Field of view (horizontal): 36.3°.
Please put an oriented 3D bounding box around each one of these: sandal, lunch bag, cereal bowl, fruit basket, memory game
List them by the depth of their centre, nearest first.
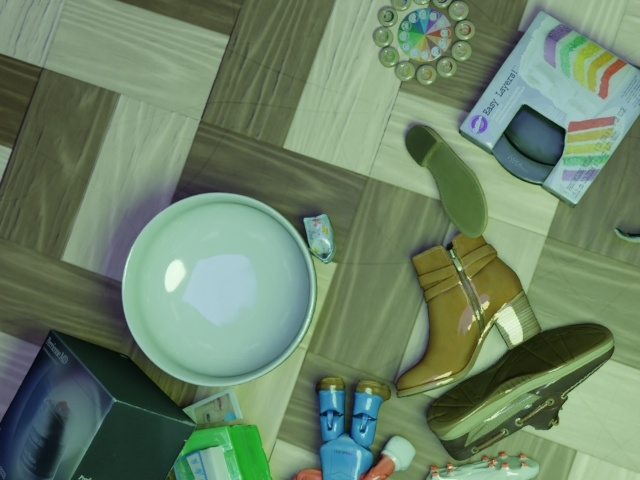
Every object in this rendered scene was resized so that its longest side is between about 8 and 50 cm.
[{"bbox_3d":[-0.252,0.464,1.685,0.353,0.165,0.327,-23,72,16],"label":"fruit basket"},{"bbox_3d":[0.243,-0.110,1.707,0.088,0.079,0.240,-52,57,35],"label":"sandal"},{"bbox_3d":[-0.166,0.087,1.718,0.339,0.141,0.339,-1,85,9],"label":"cereal bowl"},{"bbox_3d":[0.000,0.000,1.734,0.053,0.071,0.083,-14,84,6],"label":"lunch bag"},{"bbox_3d":[0.187,-0.372,1.765,0.186,0.012,0.186,-1,85,8],"label":"memory game"}]

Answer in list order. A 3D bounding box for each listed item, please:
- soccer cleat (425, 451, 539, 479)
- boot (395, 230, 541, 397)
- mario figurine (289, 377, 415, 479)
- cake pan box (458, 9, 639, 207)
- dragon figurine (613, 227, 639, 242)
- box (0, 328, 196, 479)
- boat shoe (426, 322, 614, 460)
[{"bbox_3d":[0.278,0.413,1.669,0.196,0.068,0.076,-11,99,9],"label":"soccer cleat"},{"bbox_3d":[0.211,0.124,1.673,0.283,0.109,0.220,-31,83,3],"label":"boot"},{"bbox_3d":[0.040,0.405,1.694,0.198,0.170,0.320,-7,71,48],"label":"mario figurine"},{"bbox_3d":[0.407,-0.223,1.694,0.246,0.070,0.267,36,92,12],"label":"cake pan box"},{"bbox_3d":[0.639,-0.043,1.634,0.289,0.085,0.144,8,87,9],"label":"dragon figurine"},{"bbox_3d":[-0.405,0.350,1.646,0.296,0.183,0.294,28,89,51],"label":"box"},{"bbox_3d":[0.351,0.263,1.653,0.342,0.123,0.123,-31,112,0],"label":"boat shoe"}]
